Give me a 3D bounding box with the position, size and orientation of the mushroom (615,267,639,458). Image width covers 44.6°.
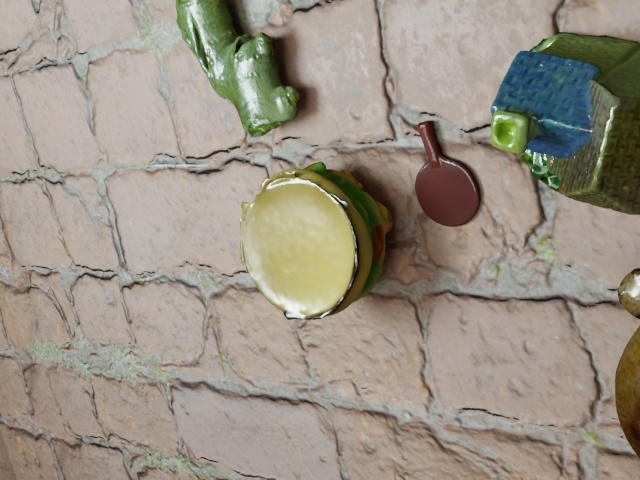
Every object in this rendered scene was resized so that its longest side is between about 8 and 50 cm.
[{"bbox_3d":[0.483,0.157,0.814,0.345,0.239,0.345,24,147,17],"label":"mushroom"}]

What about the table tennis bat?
[{"bbox_3d":[0.166,-0.091,1.083,0.098,0.019,0.155,-11,104,41],"label":"table tennis bat"}]

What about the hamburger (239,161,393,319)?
[{"bbox_3d":[0.000,0.000,1.167,0.237,0.149,0.237,8,106,32],"label":"hamburger"}]

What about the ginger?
[{"bbox_3d":[-0.131,-0.289,1.192,0.290,0.089,0.137,54,150,13],"label":"ginger"}]

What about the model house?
[{"bbox_3d":[0.285,-0.118,0.866,0.214,0.189,0.195,25,120,27],"label":"model house"}]
